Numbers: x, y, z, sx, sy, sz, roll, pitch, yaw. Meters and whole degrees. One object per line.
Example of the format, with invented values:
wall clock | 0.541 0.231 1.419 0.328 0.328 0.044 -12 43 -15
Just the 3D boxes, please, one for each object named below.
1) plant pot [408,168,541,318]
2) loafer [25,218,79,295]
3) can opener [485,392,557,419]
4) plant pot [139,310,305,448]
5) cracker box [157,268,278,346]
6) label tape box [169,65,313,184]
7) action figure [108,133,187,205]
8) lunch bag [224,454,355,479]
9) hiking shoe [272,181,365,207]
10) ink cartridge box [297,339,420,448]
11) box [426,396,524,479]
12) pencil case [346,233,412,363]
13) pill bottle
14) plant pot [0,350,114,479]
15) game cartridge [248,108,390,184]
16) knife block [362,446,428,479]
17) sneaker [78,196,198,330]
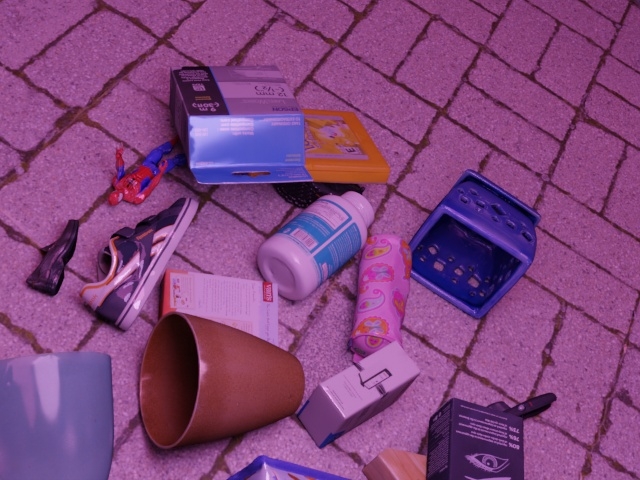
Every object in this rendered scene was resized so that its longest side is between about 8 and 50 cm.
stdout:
plant pot | 0.346 -0.005 1.985 0.236 0.236 0.212 33 45 3
loafer | -0.513 0.024 1.710 0.061 0.062 0.170 16 51 -6
can opener | 0.431 0.357 1.872 0.186 0.059 0.073 -12 62 -28
plant pot | -0.165 0.259 1.609 0.254 0.237 0.237 10 52 -35
cracker box | -0.201 0.151 1.746 0.232 0.067 0.155 9 55 -16
label tape box | -0.171 -0.252 1.879 0.249 0.115 0.347 -4 35 -18
action figure | -0.348 -0.177 1.875 0.091 0.139 0.280 37 53 6
lunch bag | -0.007 0.562 1.427 0.385 0.239 0.328 24 43 -41
hiking shoe | -0.007 -0.126 2.025 0.227 0.086 0.114 23 34 -8
ink cartridge box | 0.074 0.296 1.708 0.203 0.148 0.086 -25 67 -35
box | 0.282 0.416 1.623 0.153 0.108 0.207 19 52 -11
pencil case | 0.126 0.123 1.868 0.124 0.124 0.284 18 52 -10
pill bottle | 0.000 0.000 1.877 0.146 0.146 0.264 44 55 10
plant pot | -0.461 0.324 1.391 0.293 0.293 0.235 -5 74 -26
game cartridge | -0.034 -0.225 2.026 0.324 0.052 0.285 2 35 -22
knife block | 0.214 0.532 1.639 0.276 0.088 0.242 16 51 -13
sneaker | -0.353 0.015 1.739 0.127 0.126 0.321 31 52 -7
